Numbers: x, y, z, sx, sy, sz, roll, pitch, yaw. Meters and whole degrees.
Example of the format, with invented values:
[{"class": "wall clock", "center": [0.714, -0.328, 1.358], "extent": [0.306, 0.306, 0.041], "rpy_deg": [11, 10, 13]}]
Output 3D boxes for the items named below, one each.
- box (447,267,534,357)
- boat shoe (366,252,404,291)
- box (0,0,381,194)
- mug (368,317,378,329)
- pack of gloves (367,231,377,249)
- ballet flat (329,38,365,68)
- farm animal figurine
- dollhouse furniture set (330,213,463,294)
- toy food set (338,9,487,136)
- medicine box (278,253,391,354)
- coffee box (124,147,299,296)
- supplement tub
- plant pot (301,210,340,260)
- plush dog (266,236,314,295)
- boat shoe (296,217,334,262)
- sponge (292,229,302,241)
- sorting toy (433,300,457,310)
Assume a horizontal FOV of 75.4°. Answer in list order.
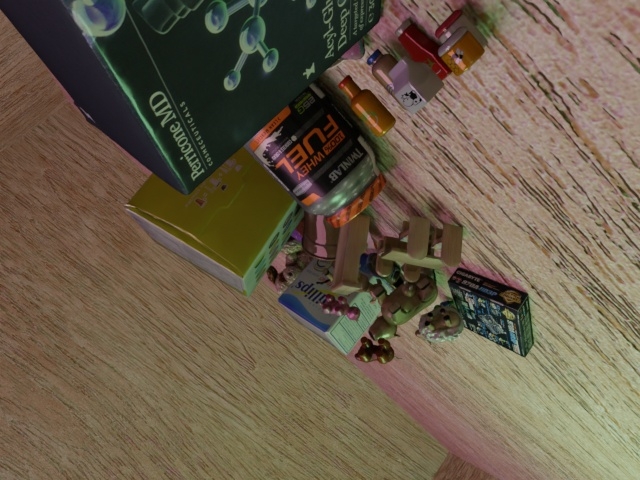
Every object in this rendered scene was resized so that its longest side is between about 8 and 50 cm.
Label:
[{"class": "box", "center": [0.415, 0.176, 1.006], "extent": [0.175, 0.051, 0.220], "rpy_deg": [24, 155, 44]}, {"class": "boat shoe", "center": [0.211, 0.098, 1.251], "extent": [0.183, 0.066, 0.066], "rpy_deg": [42, 160, -32]}, {"class": "box", "center": [-0.119, -0.305, 0.451], "extent": [0.212, 0.395, 0.293], "rpy_deg": [37, 162, 18]}, {"class": "mug", "center": [0.249, 0.364, 1.805], "extent": [0.064, 0.078, 0.062], "rpy_deg": [89, 164, -55]}, {"class": "pack of gloves", "center": [0.062, -0.082, 1.201], "extent": [0.232, 0.046, 0.195], "rpy_deg": [15, 137, 49]}, {"class": "ballet flat", "center": [-0.015, -0.329, 0.712], "extent": [0.222, 0.077, 0.079], "rpy_deg": [20, 156, 41]}, {"class": "farm animal figurine", "center": [0.179, 0.180, 1.133], "extent": [0.172, 0.327, 0.330], "rpy_deg": [53, -166, -50]}, {"class": "dollhouse furniture set", "center": [0.161, 0.051, 0.925], "extent": [0.242, 0.160, 0.212], "rpy_deg": [12, 164, -8]}, {"class": "toy food set", "center": [0.119, -0.241, 0.561], "extent": [0.104, 0.111, 0.232], "rpy_deg": [45, 165, -8]}, {"class": "medicine box", "center": [0.056, 0.179, 1.376], "extent": [0.264, 0.289, 0.149], "rpy_deg": [23, 154, 46]}, {"class": "coffee box", "center": [-0.257, -0.084, 1.158], "extent": [0.338, 0.337, 0.334], "rpy_deg": [31, 162, 2]}, {"class": "supplement tub", "center": [-0.023, -0.189, 0.850], "extent": [0.316, 0.193, 0.193], "rpy_deg": [45, 162, -11]}, {"class": "plant pot", "center": [0.025, -0.063, 1.064], "extent": [0.167, 0.167, 0.165], "rpy_deg": [29, 139, 36]}, {"class": "plush dog", "center": [-0.093, 0.140, 1.701], "extent": [0.262, 0.225, 0.210], "rpy_deg": [34, 160, 24]}, {"class": "boat shoe", "center": [0.000, 0.000, 1.382], "extent": [0.307, 0.104, 0.110], "rpy_deg": [22, 154, 47]}, {"class": "sponge", "center": [-0.099, -0.044, 1.609], "extent": [0.210, 0.031, 0.117], "rpy_deg": [31, 159, 30]}, {"class": "sorting toy", "center": [0.362, 0.198, 1.161], "extent": [0.102, 0.061, 0.042], "rpy_deg": [13, 151, -40]}]
